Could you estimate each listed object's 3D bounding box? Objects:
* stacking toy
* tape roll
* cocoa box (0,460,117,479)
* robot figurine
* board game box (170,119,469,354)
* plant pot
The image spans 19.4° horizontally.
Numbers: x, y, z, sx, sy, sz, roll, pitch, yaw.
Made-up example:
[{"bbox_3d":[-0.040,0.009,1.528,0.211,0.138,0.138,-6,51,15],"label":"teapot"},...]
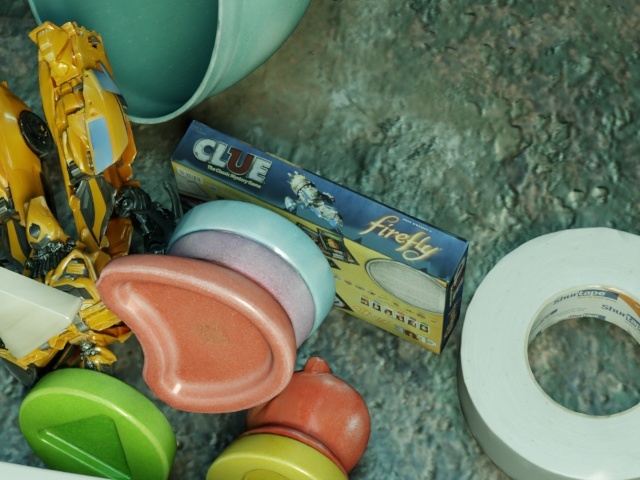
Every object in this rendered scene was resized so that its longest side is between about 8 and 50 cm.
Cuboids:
[{"bbox_3d":[-0.101,0.086,1.454,0.279,0.309,0.130,8,45,22],"label":"stacking toy"},{"bbox_3d":[0.222,0.102,1.531,0.219,0.072,0.219,-1,67,2],"label":"tape roll"},{"bbox_3d":[-0.213,0.302,1.370,0.347,0.231,0.228,9,68,5],"label":"cocoa box"},{"bbox_3d":[-0.222,-0.023,1.549,0.211,0.085,0.291,-26,67,24],"label":"robot figurine"},{"bbox_3d":[0.000,0.000,1.530,0.243,0.165,0.042,24,69,11],"label":"board game box"},{"bbox_3d":[-0.106,-0.266,1.608,0.196,0.293,0.293,-22,65,-37],"label":"plant pot"}]
